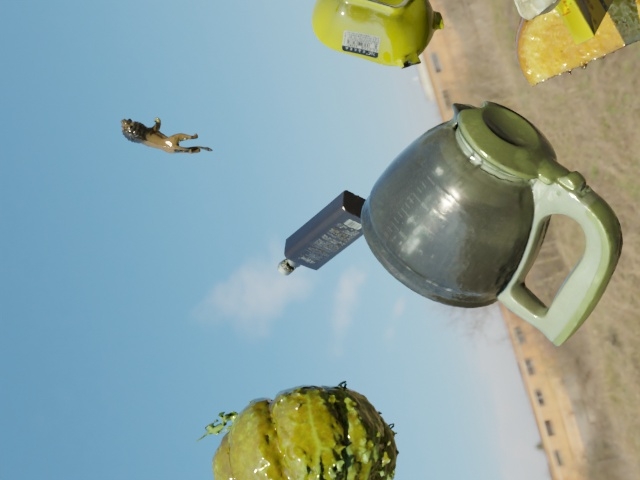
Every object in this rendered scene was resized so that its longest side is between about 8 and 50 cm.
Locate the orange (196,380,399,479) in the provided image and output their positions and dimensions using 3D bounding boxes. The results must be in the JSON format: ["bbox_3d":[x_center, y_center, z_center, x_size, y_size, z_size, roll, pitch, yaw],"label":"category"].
[{"bbox_3d":[-0.021,0.370,1.328,0.301,0.300,0.223,53,-164,-50],"label":"orange"}]

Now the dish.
[{"bbox_3d":[0.114,-0.471,1.659,0.221,0.263,0.108,-56,-15,-26],"label":"dish"}]

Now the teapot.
[{"bbox_3d":[0.217,-0.033,1.096,0.239,0.240,0.321,-62,40,41],"label":"teapot"}]

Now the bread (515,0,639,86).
[{"bbox_3d":[0.525,-0.463,1.685,0.179,0.340,0.194,56,-141,-20],"label":"bread"}]

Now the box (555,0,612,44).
[{"bbox_3d":[0.448,-0.459,1.418,0.153,0.041,0.279,53,-136,-16],"label":"box"}]

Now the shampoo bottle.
[{"bbox_3d":[-0.001,0.000,1.884,0.098,0.309,0.071,22,-131,-28],"label":"shampoo bottle"}]

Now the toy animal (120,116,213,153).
[{"bbox_3d":[-0.360,-0.238,1.944,0.086,0.220,0.069,-101,25,-60],"label":"toy animal"}]

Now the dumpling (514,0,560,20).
[{"bbox_3d":[0.266,-0.306,1.014,0.057,0.076,0.052,49,-168,8],"label":"dumpling"}]
